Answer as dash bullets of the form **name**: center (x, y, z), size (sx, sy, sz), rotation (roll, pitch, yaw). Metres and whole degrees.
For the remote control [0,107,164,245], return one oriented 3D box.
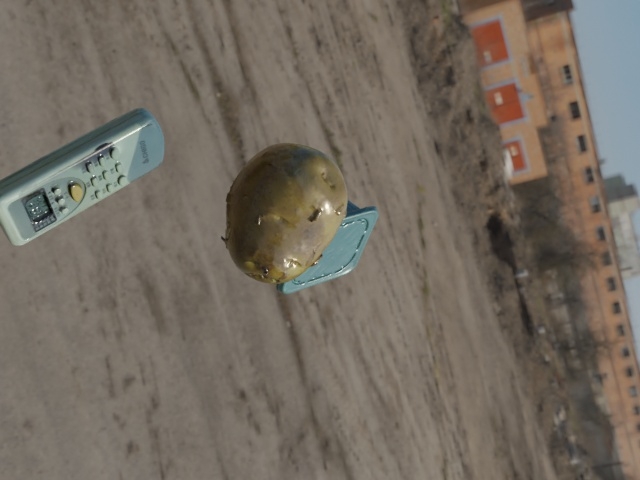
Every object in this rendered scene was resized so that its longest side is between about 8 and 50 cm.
- **remote control**: center (-0.383, -0.104, 1.425), size (0.056, 0.296, 0.140), rotation (49, -22, 22)

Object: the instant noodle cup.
- **instant noodle cup**: center (0.000, 0.000, 1.482), size (0.179, 0.157, 0.070), rotation (-15, 52, -39)

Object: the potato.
- **potato**: center (-0.042, -0.035, 1.027), size (0.137, 0.176, 0.137), rotation (28, 25, -14)
